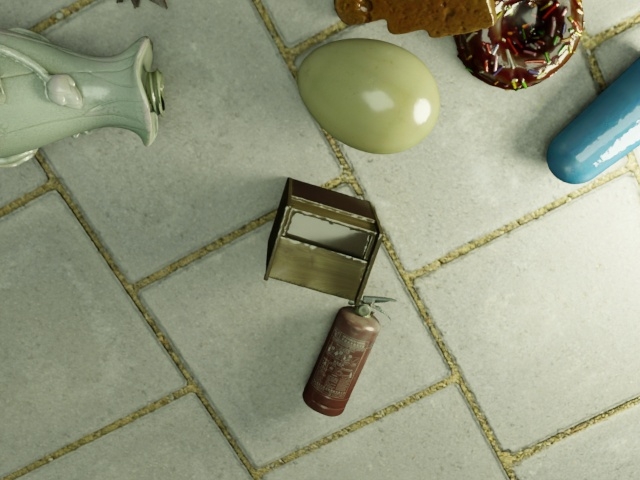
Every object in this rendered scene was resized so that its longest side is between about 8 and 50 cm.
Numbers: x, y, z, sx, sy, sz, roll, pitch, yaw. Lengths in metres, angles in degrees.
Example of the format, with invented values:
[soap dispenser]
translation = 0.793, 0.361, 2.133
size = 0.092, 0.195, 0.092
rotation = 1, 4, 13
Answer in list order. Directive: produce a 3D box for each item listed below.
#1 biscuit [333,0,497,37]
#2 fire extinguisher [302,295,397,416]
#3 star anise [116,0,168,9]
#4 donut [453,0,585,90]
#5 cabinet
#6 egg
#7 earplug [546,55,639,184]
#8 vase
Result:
[biscuit]
translation = 0.153, -0.424, 1.131
size = 0.301, 0.043, 0.278
rotation = 25, 149, -11
[fire extinguisher]
translation = 0.058, 0.218, 1.382
size = 0.105, 0.105, 0.269
rotation = 20, 106, -8
[star anise]
translation = -0.307, -0.445, 1.179
size = 0.124, 0.056, 0.129
rotation = -37, 103, 21
[donut]
translation = 0.346, -0.374, 1.210
size = 0.230, 0.096, 0.216
rotation = 36, 103, -13
[cabinet]
translation = 0.000, 0.000, 1.249
size = 0.175, 0.215, 0.148
rotation = 16, 106, -7
[egg]
translation = 0.082, -0.252, 1.190
size = 0.254, 0.188, 0.188
rotation = 23, 105, 0
[earplug]
translation = 0.535, -0.211, 1.258
size = 0.273, 0.132, 0.132
rotation = -41, 105, 13
[vase]
translation = -0.488, -0.245, 1.146
size = 0.445, 0.250, 0.250
rotation = -2, 108, -8
